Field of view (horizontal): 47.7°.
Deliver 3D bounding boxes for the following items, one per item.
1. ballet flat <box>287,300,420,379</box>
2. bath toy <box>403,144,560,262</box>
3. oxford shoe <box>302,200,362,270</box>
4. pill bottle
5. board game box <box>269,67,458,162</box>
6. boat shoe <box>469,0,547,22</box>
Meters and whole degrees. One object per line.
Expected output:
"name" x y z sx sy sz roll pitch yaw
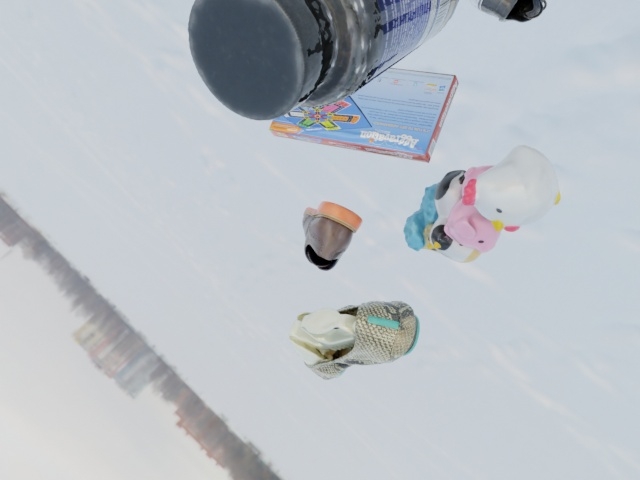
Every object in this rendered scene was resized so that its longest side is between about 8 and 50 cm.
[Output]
"ballet flat" 0.034 0.204 1.582 0.182 0.163 0.483 17 160 -17
"bath toy" 0.231 -0.045 1.104 0.348 0.129 0.151 149 108 -78
"oxford shoe" 0.000 0.000 1.273 0.097 0.098 0.271 26 172 -1
"pill bottle" 0.009 -0.172 0.534 0.123 0.219 0.122 20 130 25
"board game box" 0.064 -0.213 1.158 0.282 0.145 0.027 14 163 28
"boat shoe" 0.306 -0.368 1.107 0.076 0.229 0.080 45 122 15
